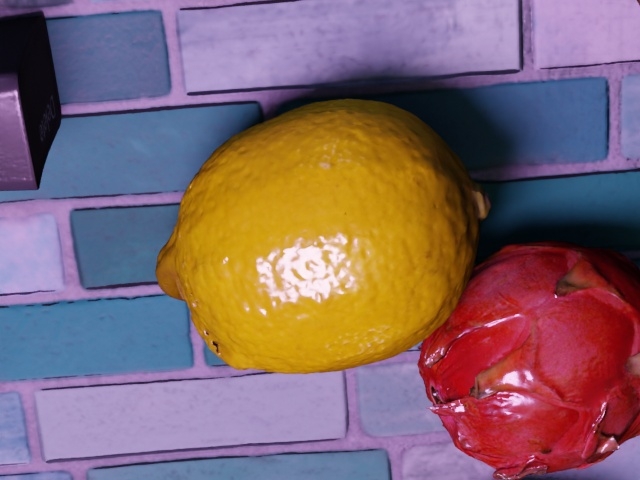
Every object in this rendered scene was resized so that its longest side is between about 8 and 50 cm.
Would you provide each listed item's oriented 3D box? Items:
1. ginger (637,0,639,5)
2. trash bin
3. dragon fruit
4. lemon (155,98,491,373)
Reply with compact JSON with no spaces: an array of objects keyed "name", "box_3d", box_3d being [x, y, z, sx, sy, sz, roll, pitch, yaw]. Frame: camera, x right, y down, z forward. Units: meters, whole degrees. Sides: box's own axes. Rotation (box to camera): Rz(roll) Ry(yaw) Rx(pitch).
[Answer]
[{"name":"ginger","box_3d":[0.381,-0.298,1.610,0.274,0.152,0.358,-5,120,-22]},{"name":"trash bin","box_3d":[-0.361,-0.115,1.660,0.225,0.165,0.115,-6,118,3]},{"name":"dragon fruit","box_3d":[0.218,0.112,1.761,0.252,0.241,0.241,-2,117,7]},{"name":"lemon","box_3d":[0.000,0.000,1.687,0.319,0.245,0.245,-16,117,12]}]
